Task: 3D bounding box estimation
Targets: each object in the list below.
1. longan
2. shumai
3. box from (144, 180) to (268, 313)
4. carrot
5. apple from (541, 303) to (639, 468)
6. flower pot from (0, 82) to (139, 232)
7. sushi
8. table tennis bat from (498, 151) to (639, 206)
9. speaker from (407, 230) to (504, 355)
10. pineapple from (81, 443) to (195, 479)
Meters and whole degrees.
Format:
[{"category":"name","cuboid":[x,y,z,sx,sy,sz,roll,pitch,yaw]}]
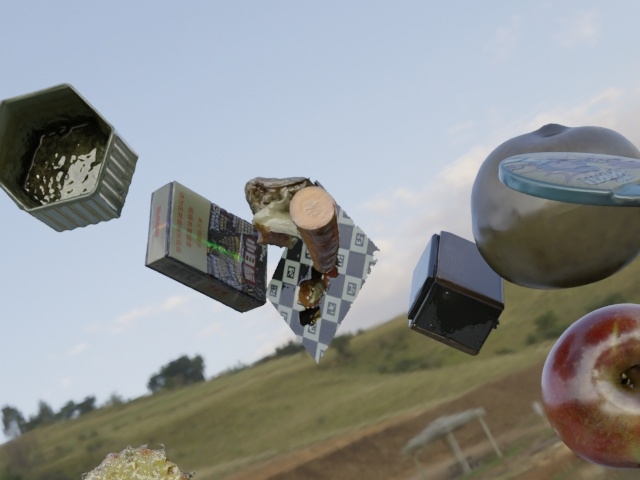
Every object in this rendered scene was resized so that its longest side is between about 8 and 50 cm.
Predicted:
[{"category":"longan","cuboid":[0.469,-0.069,1.893,0.361,0.361,0.361,-25,-15,-7]},{"category":"shumai","cuboid":[-0.065,-0.044,1.716,0.145,0.116,0.145,1,-50,1]},{"category":"box","cuboid":[-0.252,0.020,2.207,0.084,0.198,0.310,-24,-38,34]},{"category":"carrot","cuboid":[0.000,0.000,1.332,0.061,0.061,0.210,-26,-24,-5]},{"category":"apple","cuboid":[0.634,0.304,2.026,0.348,0.348,0.277,-30,-22,8]},{"category":"flower pot","cuboid":[-0.453,-0.140,1.714,0.209,0.239,0.189,-46,-9,-5]},{"category":"sushi","cuboid":[0.014,0.067,1.999,0.050,0.264,0.290,7,-60,-39]},{"category":"table tennis bat","cuboid":[0.375,-0.069,1.210,0.215,0.044,0.329,-14,23,-43]},{"category":"speaker","cuboid":[0.307,0.111,2.167,0.231,0.192,0.153,-73,6,-61]},{"category":"pineapple","cuboid":[-0.288,0.424,1.538,0.221,0.221,0.047,-23,-11,-16]}]
